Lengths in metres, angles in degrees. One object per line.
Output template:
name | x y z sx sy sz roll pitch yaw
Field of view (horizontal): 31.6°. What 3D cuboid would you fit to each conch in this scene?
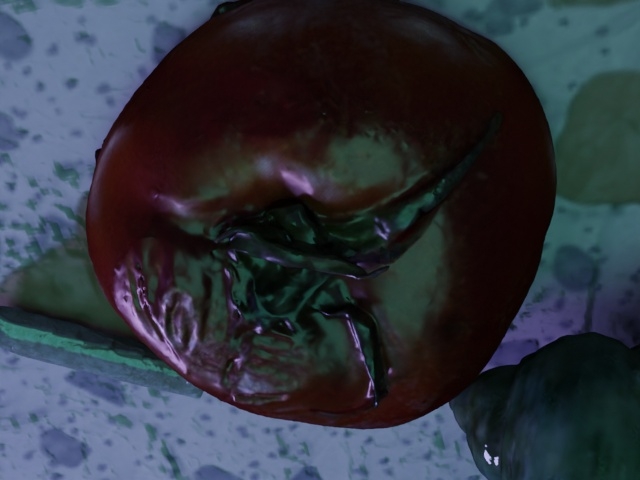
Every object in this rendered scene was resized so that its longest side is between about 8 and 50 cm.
conch | 0.167 0.101 0.563 0.188 0.122 0.175 4 104 -13

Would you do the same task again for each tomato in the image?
tomato | 0.000 0.004 0.524 0.228 0.101 0.227 1 119 3

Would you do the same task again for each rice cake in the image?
rice cake | -0.117 0.059 0.600 0.121 0.021 0.022 15 114 -11
